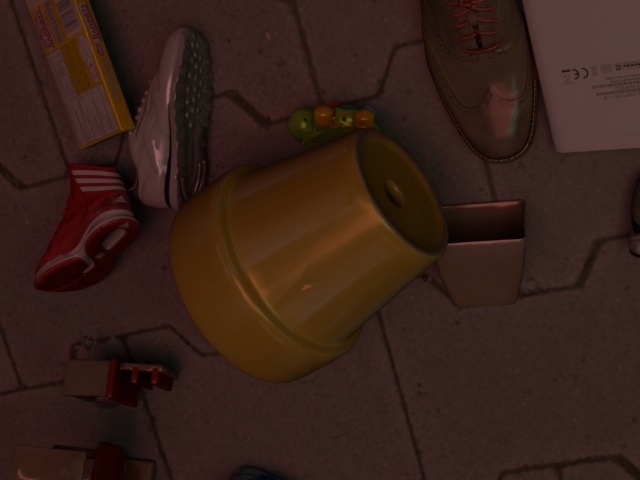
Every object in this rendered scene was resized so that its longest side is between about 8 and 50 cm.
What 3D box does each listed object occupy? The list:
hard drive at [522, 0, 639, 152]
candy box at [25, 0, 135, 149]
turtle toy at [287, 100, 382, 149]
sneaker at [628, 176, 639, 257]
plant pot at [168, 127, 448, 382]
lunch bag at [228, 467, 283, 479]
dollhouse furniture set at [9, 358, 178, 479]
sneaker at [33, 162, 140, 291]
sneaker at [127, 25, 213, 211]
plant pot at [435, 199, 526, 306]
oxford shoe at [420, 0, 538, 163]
[{"bbox_3d":[0.312,-0.245,0.956,0.203,0.040,0.307,1,116,41],"label":"hard drive"},{"bbox_3d":[-0.304,-0.224,1.151,0.105,0.027,0.205,-12,100,47],"label":"candy box"},{"bbox_3d":[0.020,-0.130,1.107,0.130,0.066,0.095,9,130,13],"label":"turtle toy"},{"bbox_3d":[0.463,-0.036,0.981,0.272,0.100,0.107,-3,94,37],"label":"sneaker"},{"bbox_3d":[0.000,0.000,1.028,0.239,0.254,0.254,-33,95,30],"label":"plant pot"},{"bbox_3d":[-0.056,0.425,1.264,0.219,0.090,0.176,25,106,5],"label":"lunch bag"},{"bbox_3d":[-0.281,0.290,1.206,0.135,0.262,0.259,3,74,10],"label":"dollhouse furniture set"},{"bbox_3d":[-0.317,-0.023,1.224,0.221,0.087,0.128,-32,60,35],"label":"sneaker"},{"bbox_3d":[-0.196,-0.153,1.147,0.095,0.090,0.234,15,105,25],"label":"sneaker"},{"bbox_3d":[0.194,0.020,1.093,0.109,0.109,0.096,-4,116,14],"label":"plant pot"},{"bbox_3d":[0.160,-0.246,1.009,0.123,0.130,0.348,-14,101,16],"label":"oxford shoe"}]
